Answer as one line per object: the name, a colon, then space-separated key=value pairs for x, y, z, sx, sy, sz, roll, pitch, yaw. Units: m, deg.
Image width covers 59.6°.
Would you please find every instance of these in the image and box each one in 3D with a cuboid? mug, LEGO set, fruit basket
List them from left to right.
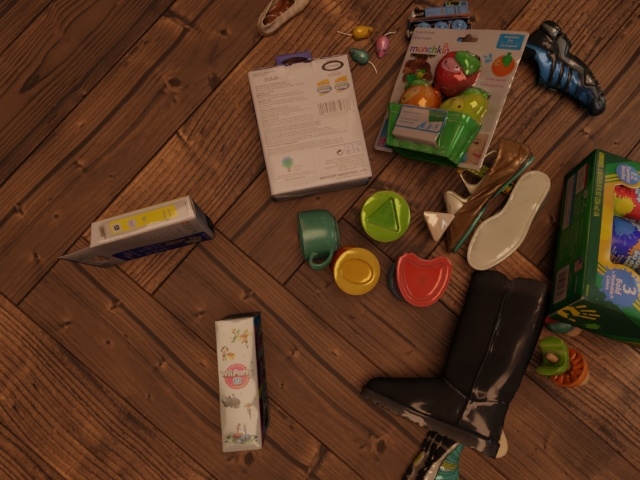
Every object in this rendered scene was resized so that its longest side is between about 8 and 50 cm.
mug: x=-0.001 y=-0.004 z=1.471 sx=0.098 sy=0.129 sz=0.157 roll=-9 pitch=90 yaw=-5
fruit basket: x=0.311 y=-0.373 z=1.414 sx=0.327 sy=0.166 sz=0.352 roll=21 pitch=97 yaw=38
LEGO set: x=0.427 y=-0.242 z=1.519 sx=0.132 sy=0.107 sz=0.286 roll=-26 pitch=87 yaw=-4

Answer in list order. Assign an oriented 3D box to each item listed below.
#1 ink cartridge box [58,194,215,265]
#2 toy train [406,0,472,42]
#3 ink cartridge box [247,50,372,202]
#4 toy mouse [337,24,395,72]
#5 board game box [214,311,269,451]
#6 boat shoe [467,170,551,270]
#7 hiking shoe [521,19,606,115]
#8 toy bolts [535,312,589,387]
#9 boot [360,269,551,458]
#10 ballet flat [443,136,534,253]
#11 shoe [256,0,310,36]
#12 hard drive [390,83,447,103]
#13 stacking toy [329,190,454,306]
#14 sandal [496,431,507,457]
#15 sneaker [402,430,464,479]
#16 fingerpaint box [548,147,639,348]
ink cartridge box: x=-0.432 y=-0.013 z=1.365 sx=0.308 sy=0.303 sz=0.072 roll=-14 pitch=84 yaw=-4
toy train: x=0.328 y=-0.604 z=1.559 sx=0.184 sy=0.080 sz=0.105 roll=-5 pitch=77 yaw=-1
ink cartridge box: x=-0.034 y=-0.322 z=1.482 sx=0.270 sy=0.151 sz=0.394 roll=-11 pitch=88 yaw=-4
toy mouse: x=0.140 y=-0.539 z=1.565 sx=0.161 sy=0.031 sz=0.142 roll=-12 pitch=87 yaw=-4
board game box: x=-0.191 y=0.337 z=1.390 sx=0.098 sy=0.224 sz=0.303 roll=-5 pitch=87 yaw=-2
boat shoe: x=0.512 y=-0.039 z=1.508 sx=0.116 sy=0.099 sz=0.319 roll=33 pitch=82 yaw=27
hiking shoe: x=0.673 y=-0.459 z=1.564 sx=0.132 sy=0.113 sz=0.304 roll=-36 pitch=95 yaw=26
toy bolts: x=0.609 y=0.273 z=1.488 sx=0.159 sy=0.218 sz=0.228 roll=32 pitch=65 yaw=-28
boot: x=0.351 y=0.273 z=1.449 sx=0.367 sy=0.146 sz=0.444 roll=19 pitch=77 yaw=23
ballet flat: x=0.407 y=-0.127 z=1.473 sx=0.124 sy=0.116 sz=0.342 roll=38 pitch=114 yaw=8
shoe: x=-0.092 y=-0.656 z=1.549 sx=0.077 sy=0.058 sz=0.219 roll=41 pitch=85 yaw=1
hard drive: x=0.276 y=-0.391 z=1.565 sx=0.135 sy=0.022 sz=0.094 roll=-29 pitch=88 yaw=-5
stacking toy: x=0.189 y=0.023 z=1.484 sx=0.309 sy=0.130 sz=0.279 roll=16 pitch=90 yaw=-13
sandal: x=0.429 y=0.480 z=1.480 sx=0.088 sy=0.079 sz=0.239 roll=-27 pitch=88 yaw=-4
sneaker: x=0.321 y=0.582 z=1.473 sx=0.110 sy=0.107 sz=0.275 roll=34 pitch=91 yaw=-18
fingerpaint box: x=0.813 y=0.033 z=1.420 sx=0.372 sy=0.163 sz=0.444 roll=20 pitch=65 yaw=-1
